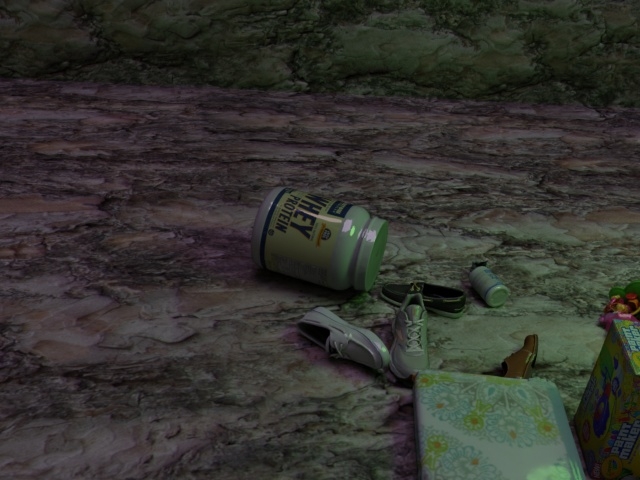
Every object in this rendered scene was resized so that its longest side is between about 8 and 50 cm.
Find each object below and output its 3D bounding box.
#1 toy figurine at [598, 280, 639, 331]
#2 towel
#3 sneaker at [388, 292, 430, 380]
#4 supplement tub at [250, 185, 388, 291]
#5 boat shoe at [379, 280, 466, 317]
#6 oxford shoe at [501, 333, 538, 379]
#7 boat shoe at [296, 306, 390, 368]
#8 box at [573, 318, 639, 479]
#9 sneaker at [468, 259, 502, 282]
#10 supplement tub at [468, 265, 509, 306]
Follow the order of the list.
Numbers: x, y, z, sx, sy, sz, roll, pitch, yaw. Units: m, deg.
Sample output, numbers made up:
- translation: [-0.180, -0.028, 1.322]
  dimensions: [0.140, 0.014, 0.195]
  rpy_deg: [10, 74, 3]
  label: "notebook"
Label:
- translation: [0.808, 0.195, 1.895]
  dimensions: [0.159, 0.130, 0.173]
  rpy_deg: [-28, 22, -30]
  label: "toy figurine"
- translation: [0.351, 0.418, 1.438]
  dimensions: [0.321, 0.090, 0.374]
  rpy_deg: [4, 33, 2]
  label: "towel"
- translation: [0.216, 0.224, 1.701]
  dimensions: [0.099, 0.121, 0.262]
  rpy_deg: [5, 31, -2]
  label: "sneaker"
- translation: [0.000, 0.000, 1.920]
  dimensions: [0.325, 0.235, 0.235]
  rpy_deg: [15, 32, 15]
  label: "supplement tub"
- translation: [0.275, 0.142, 1.898]
  dimensions: [0.228, 0.068, 0.081]
  rpy_deg: [12, 31, 9]
  label: "boat shoe"
- translation: [0.477, 0.287, 1.698]
  dimensions: [0.076, 0.076, 0.212]
  rpy_deg: [13, 32, 22]
  label: "oxford shoe"
- translation: [0.048, 0.244, 1.681]
  dimensions: [0.084, 0.095, 0.258]
  rpy_deg: [-27, 34, -37]
  label: "boat shoe"
- translation: [0.707, 0.340, 1.442]
  dimensions: [0.279, 0.290, 0.177]
  rpy_deg: [7, 32, 2]
  label: "box"
- translation: [0.477, 0.087, 2.029]
  dimensions: [0.098, 0.069, 0.038]
  rpy_deg: [16, 33, 15]
  label: "sneaker"
- translation: [0.465, 0.127, 1.959]
  dimensions: [0.071, 0.071, 0.107]
  rpy_deg: [-6, 34, -20]
  label: "supplement tub"
